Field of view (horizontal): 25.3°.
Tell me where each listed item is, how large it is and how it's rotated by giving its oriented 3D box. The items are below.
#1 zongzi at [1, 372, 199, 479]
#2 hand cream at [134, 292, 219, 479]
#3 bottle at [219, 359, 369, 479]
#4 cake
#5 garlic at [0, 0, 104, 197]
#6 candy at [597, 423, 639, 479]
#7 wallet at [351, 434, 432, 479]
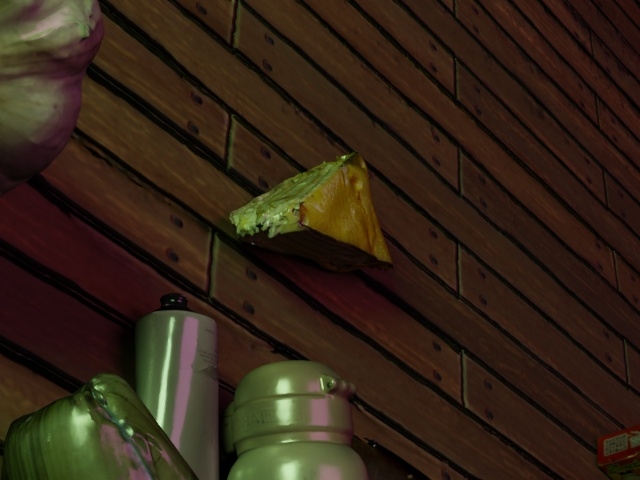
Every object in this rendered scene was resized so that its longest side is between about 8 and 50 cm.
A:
[{"bbox_3d":[-0.128,0.216,0.757,0.221,0.112,0.242,56,41,-11],"label":"zongzi"},{"bbox_3d":[-0.093,0.124,0.924,0.087,0.054,0.186,25,56,-52],"label":"hand cream"},{"bbox_3d":[-0.019,0.186,0.939,0.097,0.110,0.209,23,56,-52],"label":"bottle"},{"bbox_3d":[-0.004,0.001,1.134,0.185,0.079,0.116,-57,130,-65],"label":"cake"},{"bbox_3d":[-0.237,-0.126,0.778,0.218,0.218,0.212,40,6,-36],"label":"garlic"},{"bbox_3d":[0.344,0.240,1.482,0.122,0.062,0.038,42,39,-32],"label":"candy"},{"bbox_3d":[0.062,0.231,1.098,0.255,0.031,0.137,39,40,-38],"label":"wallet"}]
